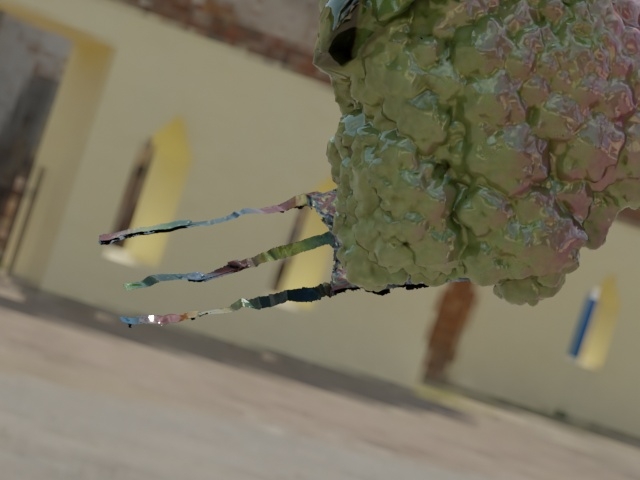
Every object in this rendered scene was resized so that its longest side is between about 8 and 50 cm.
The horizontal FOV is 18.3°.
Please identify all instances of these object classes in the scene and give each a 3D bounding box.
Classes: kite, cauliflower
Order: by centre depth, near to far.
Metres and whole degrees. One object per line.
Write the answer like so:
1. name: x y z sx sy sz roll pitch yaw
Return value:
1. cauliflower: 0.090 -0.084 1.098 0.239 0.256 0.315 -21 -10 -11
2. kite: 0.000 0.000 1.279 0.286 0.015 0.152 -11 38 -2
